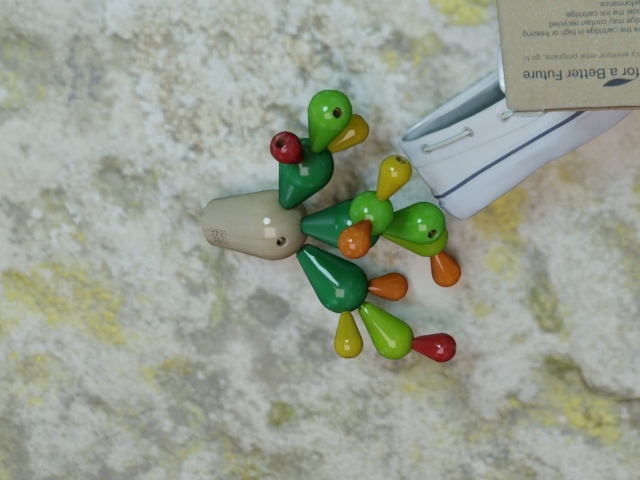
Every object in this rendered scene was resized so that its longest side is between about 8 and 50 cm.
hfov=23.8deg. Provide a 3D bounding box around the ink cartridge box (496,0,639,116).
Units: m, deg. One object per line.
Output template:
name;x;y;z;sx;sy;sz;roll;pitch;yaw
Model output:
ink cartridge box;0.212;-0.172;0.812;0.234;0.088;0.193;1;110;25

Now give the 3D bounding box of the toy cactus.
toy cactus;0.000;0.000;1.041;0.180;0.112;0.219;3;138;30

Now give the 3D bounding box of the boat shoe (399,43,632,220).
boat shoe;0.141;-0.097;0.960;0.076;0.083;0.226;44;119;-12
